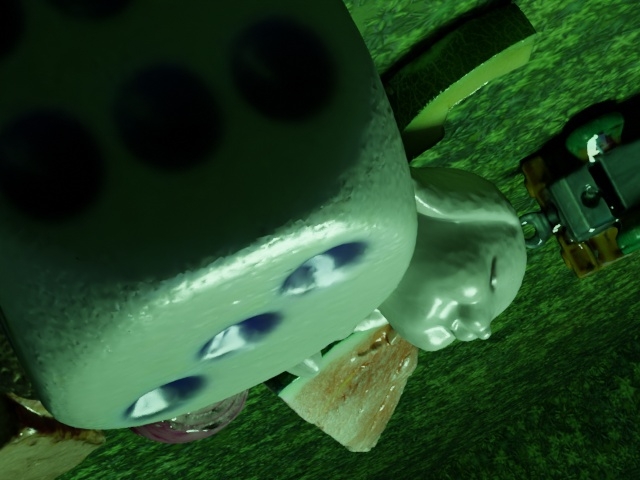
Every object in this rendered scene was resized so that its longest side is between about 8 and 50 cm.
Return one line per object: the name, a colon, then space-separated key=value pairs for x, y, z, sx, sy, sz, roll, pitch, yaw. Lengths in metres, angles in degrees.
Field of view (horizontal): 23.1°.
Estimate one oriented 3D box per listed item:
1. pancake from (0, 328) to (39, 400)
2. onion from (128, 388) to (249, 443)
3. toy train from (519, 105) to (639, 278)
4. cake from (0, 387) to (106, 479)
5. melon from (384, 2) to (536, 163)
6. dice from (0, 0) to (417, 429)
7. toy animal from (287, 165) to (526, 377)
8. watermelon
pancake: x=-0.245 y=0.055 z=1.416 sx=0.199 sy=0.199 sz=0.021 roll=-30 pitch=-179 yaw=12
onion: x=-0.170 y=0.105 z=1.636 sx=0.200 sy=0.201 sz=0.207 roll=-31 pitch=120 yaw=12
toy train: x=0.445 y=-0.093 z=2.021 sx=0.429 sy=0.178 sz=0.249 roll=-27 pitch=172 yaw=1
cake: x=-0.346 y=0.158 z=1.563 sx=0.293 sy=0.196 sz=0.198 roll=-36 pitch=163 yaw=16
melon: x=0.127 y=-0.157 z=1.552 sx=0.209 sy=0.064 sz=0.118 roll=-36 pitch=160 yaw=20
dice: x=-0.122 y=-0.062 z=1.050 sx=0.276 sy=0.304 sz=0.304 roll=-23 pitch=162 yaw=-11
toy animal: x=0.083 y=0.010 z=1.585 sx=0.264 sy=0.206 sz=0.272 roll=-1 pitch=144 yaw=-21
watermelon: x=0.006 y=0.092 z=1.860 sx=0.222 sy=0.292 sz=0.319 roll=-48 pitch=139 yaw=1
